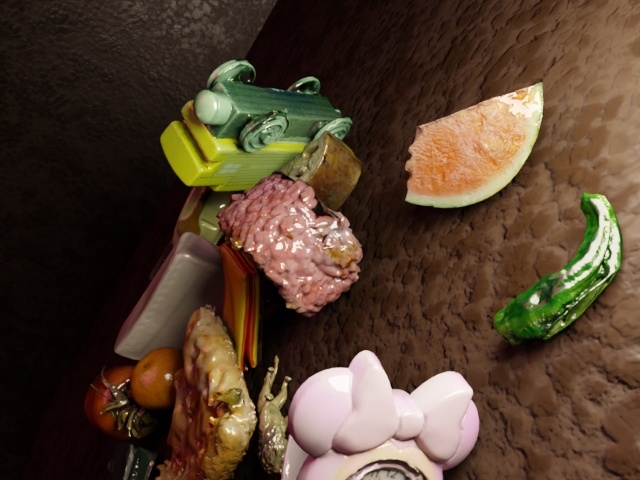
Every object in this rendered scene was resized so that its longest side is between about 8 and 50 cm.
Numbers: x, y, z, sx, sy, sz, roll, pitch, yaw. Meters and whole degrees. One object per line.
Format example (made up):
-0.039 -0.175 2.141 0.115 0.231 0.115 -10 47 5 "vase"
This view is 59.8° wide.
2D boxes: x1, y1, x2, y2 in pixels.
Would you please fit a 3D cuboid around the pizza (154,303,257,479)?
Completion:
-0.224 0.351 1.055 0.392 0.080 0.434 2 83 63 "pizza"

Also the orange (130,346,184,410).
-0.378 0.338 1.348 0.159 0.136 0.159 -26 31 17 "orange"

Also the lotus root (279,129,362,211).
-0.021 -0.118 1.178 0.235 0.119 0.138 -27 42 50 "lotus root"

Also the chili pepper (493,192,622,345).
0.251 0.038 0.574 0.182 0.050 0.073 -55 19 11 "chili pepper"

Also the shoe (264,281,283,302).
-0.135 0.114 1.226 0.159 0.053 0.062 -3 100 57 "shoe"

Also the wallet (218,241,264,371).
-0.159 0.130 1.122 0.141 0.067 0.241 46 138 47 "wallet"

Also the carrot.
-0.510 0.425 1.485 0.331 0.193 0.214 -9 97 56 "carrot"

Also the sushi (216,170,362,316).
-0.046 -0.001 0.987 0.171 0.236 0.270 -44 33 -2 "sushi"

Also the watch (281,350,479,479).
0.033 0.237 0.651 0.217 0.211 0.248 -165 93 -74 "watch"

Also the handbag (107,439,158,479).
-0.506 0.642 1.401 0.260 0.079 0.247 -27 45 57 "handbag"

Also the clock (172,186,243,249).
-0.311 -0.096 1.599 0.286 0.117 0.348 -66 6 -25 "clock"

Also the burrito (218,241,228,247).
-0.259 -0.001 1.596 0.104 0.054 0.287 -16 51 58 "burrito"

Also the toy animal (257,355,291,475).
-0.077 0.283 0.947 0.086 0.069 0.219 -51 25 35 "toy animal"

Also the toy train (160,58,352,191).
-0.131 -0.230 1.208 0.272 0.442 0.179 -40 74 32 "toy train"

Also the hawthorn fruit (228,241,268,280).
-0.128 0.010 1.211 0.194 0.157 0.156 5 70 65 "hawthorn fruit"

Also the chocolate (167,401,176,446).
-0.292 0.370 1.278 0.086 0.086 0.219 10 79 64 "chocolate"

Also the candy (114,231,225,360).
-0.353 0.169 1.427 0.358 0.208 0.145 -53 25 21 "candy"

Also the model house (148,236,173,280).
-0.464 0.107 1.809 0.229 0.122 0.188 -49 30 20 "model house"

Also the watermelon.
0.224 -0.142 0.771 0.231 0.128 0.146 -15 23 41 "watermelon"
